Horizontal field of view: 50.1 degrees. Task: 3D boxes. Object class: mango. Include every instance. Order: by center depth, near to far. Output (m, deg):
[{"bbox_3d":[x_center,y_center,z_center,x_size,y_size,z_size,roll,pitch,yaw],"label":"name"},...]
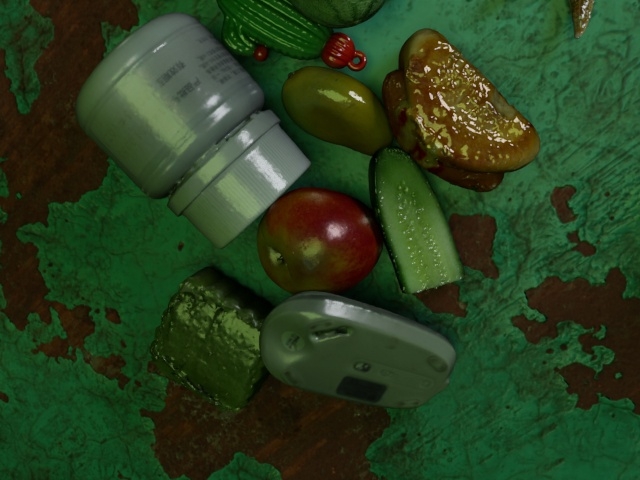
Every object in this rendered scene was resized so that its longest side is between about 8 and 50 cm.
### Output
[{"bbox_3d":[0.030,-0.205,1.062,0.191,0.086,0.122,20,141,-1],"label":"mango"}]

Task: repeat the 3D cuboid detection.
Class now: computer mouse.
[{"bbox_3d":[0.061,0.180,1.125,0.330,0.095,0.197,20,125,-18],"label":"computer mouse"}]

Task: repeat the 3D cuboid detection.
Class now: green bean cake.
[{"bbox_3d":[-0.177,0.173,1.205,0.214,0.113,0.200,29,110,6],"label":"green bean cake"}]

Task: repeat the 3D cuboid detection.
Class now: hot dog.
[{"bbox_3d":[0.189,-0.177,1.013,0.257,0.150,0.153,45,100,0],"label":"hot dog"}]

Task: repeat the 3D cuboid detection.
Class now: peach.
[{"bbox_3d":[0.000,0.000,1.113,0.190,0.192,0.190,23,121,45],"label":"peach"}]

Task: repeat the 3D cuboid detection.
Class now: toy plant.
[{"bbox_3d":[-0.042,-0.347,1.055,0.240,0.088,0.155,6,89,1],"label":"toy plant"}]

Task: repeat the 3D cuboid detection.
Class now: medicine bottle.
[{"bbox_3d":[-0.188,-0.161,1.052,0.245,0.245,0.306,-41,96,20],"label":"medicine bottle"}]

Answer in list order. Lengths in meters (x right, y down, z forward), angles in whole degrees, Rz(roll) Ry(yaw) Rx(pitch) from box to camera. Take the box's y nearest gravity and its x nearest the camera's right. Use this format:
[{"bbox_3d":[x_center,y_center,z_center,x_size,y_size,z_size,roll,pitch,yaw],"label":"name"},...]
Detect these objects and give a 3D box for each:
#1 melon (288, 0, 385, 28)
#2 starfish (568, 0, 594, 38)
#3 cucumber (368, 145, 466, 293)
[{"bbox_3d":[-0.005,-0.434,0.945,0.182,0.182,0.288,-28,96,19],"label":"melon"},{"bbox_3d":[0.350,-0.426,0.947,0.235,0.062,0.277,10,108,13],"label":"starfish"},{"bbox_3d":[0.137,-0.035,1.087,0.115,0.063,0.244,-23,104,-17],"label":"cucumber"}]
